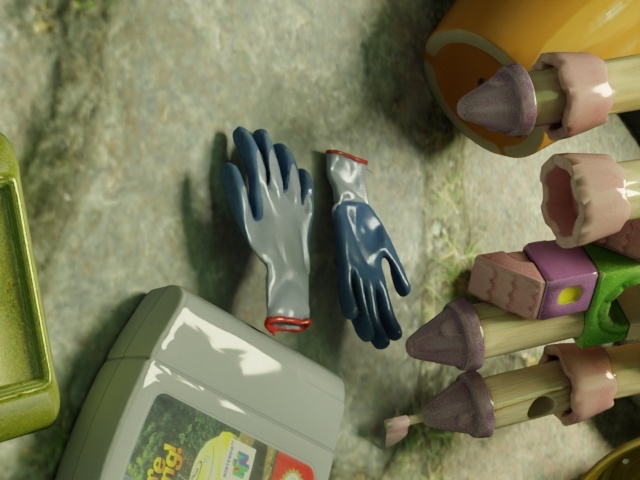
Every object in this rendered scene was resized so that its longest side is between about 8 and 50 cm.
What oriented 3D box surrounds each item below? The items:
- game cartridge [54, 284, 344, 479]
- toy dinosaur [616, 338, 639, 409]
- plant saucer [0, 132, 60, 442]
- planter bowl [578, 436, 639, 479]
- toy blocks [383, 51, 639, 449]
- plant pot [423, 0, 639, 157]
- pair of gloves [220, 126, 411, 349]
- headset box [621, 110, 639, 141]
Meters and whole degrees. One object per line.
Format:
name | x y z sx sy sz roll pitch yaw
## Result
game cartridge | -0.088 0.190 0.949 0.196 0.060 0.294 30 63 -36
toy dinosaur | 0.343 0.131 1.367 0.313 0.121 0.160 56 38 -30
plant saucer | -0.227 0.035 0.825 0.188 0.045 0.188 -13 93 -47
planter bowl | 0.312 0.243 1.304 0.090 0.217 0.217 -89 153 -68
toy blocks | 0.187 0.052 1.057 0.260 0.309 0.288 -10 136 -16
plant pot | 0.192 -0.173 1.209 0.188 0.205 0.205 -41 115 -24
pair of gloves | 0.000 0.000 1.071 0.198 0.023 0.159 13 63 -51
headset box | 0.351 -0.218 1.351 0.293 0.218 0.110 48 53 -32
